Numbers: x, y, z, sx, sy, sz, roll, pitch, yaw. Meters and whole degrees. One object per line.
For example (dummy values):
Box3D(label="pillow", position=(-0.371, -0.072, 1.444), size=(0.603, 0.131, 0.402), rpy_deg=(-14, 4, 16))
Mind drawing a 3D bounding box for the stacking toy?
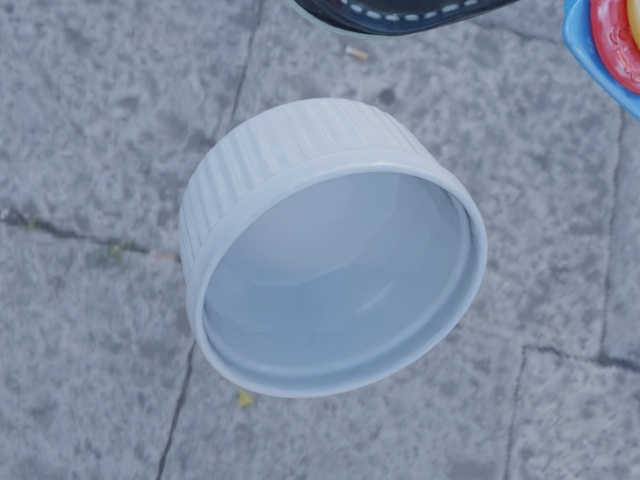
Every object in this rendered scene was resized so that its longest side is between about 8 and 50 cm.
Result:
Box3D(label="stacking toy", position=(0.380, -0.217, 1.234), size=(0.166, 0.302, 0.175), rpy_deg=(42, 76, -22))

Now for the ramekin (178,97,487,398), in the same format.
Box3D(label="ramekin", position=(0.000, 0.000, 0.919), size=(0.207, 0.207, 0.109), rpy_deg=(-9, 43, -16))

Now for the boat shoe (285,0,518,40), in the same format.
Box3D(label="boat shoe", position=(0.163, -0.194, 0.481), size=(0.187, 0.500, 0.156), rpy_deg=(38, 43, -35))
